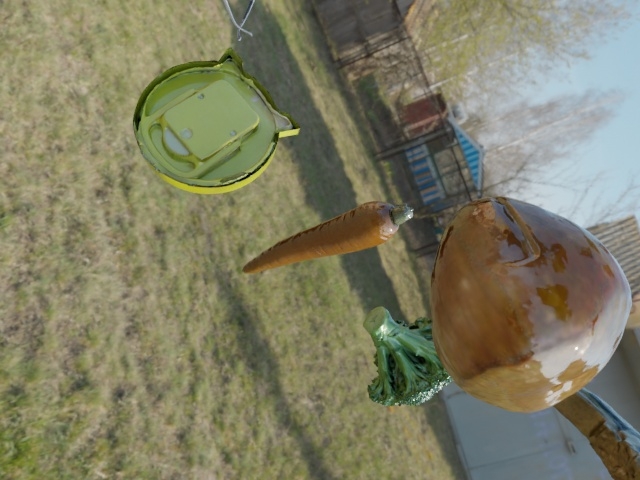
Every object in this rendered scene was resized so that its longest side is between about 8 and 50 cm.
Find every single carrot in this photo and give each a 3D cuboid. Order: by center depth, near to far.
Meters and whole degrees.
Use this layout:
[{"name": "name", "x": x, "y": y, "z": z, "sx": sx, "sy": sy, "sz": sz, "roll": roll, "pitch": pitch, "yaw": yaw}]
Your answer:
[{"name": "carrot", "x": 0.000, "y": 0.000, "z": 0.957, "sx": 0.069, "sy": 0.336, "sz": 0.069, "roll": 33, "pitch": 49, "yaw": -47}]

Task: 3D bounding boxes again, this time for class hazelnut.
[{"name": "hazelnut", "x": 0.136, "y": 0.045, "z": 0.429, "sx": 0.150, "sy": 0.150, "sz": 0.150, "roll": -20, "pitch": 90, "yaw": -75}]

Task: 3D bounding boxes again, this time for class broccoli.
[{"name": "broccoli", "x": 0.209, "y": 0.264, "z": 1.418, "sx": 0.269, "sy": 0.269, "sz": 0.254, "roll": 59, "pitch": 29, "yaw": -34}]

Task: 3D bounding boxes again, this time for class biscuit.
[{"name": "biscuit", "x": 0.342, "y": 0.248, "z": 0.574, "sx": 0.184, "sy": 0.047, "sz": 0.319, "roll": 29, "pitch": 15, "yaw": -28}]

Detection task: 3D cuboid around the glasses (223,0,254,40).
[{"name": "glasses", "x": -0.193, "y": -0.526, "z": 1.381, "sx": 0.140, "sy": 0.063, "sz": 0.103, "roll": -40, "pitch": 146, "yaw": -60}]

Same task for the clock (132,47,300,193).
[{"name": "clock", "x": -0.218, "y": -0.222, "z": 1.168, "sx": 0.277, "sy": 0.294, "sz": 0.071, "roll": 55, "pitch": -20, "yaw": 11}]
